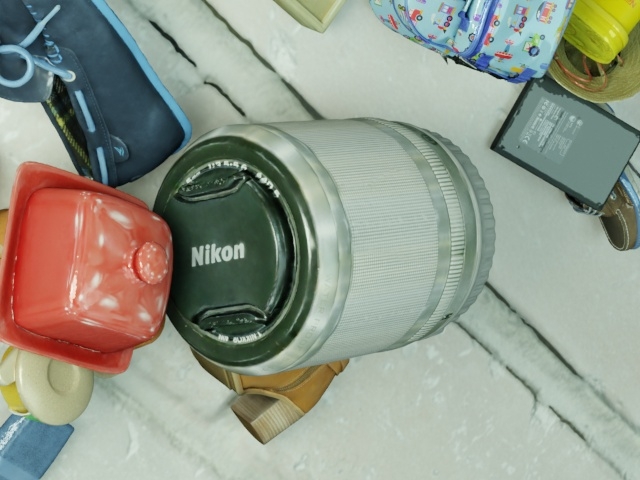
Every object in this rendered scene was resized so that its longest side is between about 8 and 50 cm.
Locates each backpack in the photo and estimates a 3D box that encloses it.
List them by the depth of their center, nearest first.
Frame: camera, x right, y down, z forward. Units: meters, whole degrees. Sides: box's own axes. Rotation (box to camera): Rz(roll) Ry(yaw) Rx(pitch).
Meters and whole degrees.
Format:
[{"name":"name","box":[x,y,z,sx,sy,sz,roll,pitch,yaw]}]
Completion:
[{"name":"backpack","box":[0.141,-0.242,1.872,0.173,0.117,0.158,18,105,-25]}]

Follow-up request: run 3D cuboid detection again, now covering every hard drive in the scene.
[{"name":"hard drive","box":[0.256,-0.103,2.061,0.135,0.022,0.094,29,91,-13]}]

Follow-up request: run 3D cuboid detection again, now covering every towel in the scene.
[{"name":"towel","box":[-0.282,0.202,1.810,0.119,0.029,0.067,-53,132,-6]}]

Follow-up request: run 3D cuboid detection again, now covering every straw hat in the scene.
[{"name":"straw hat","box":[0.274,-0.190,2.049,0.144,0.144,0.061,-28,166,-26]}]

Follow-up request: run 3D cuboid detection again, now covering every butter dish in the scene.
[{"name":"butter dish","box":[-0.176,0.022,1.652,0.160,0.118,0.160,22,71,-46]}]

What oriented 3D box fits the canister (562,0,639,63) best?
[{"name":"canister","box":[0.293,-0.281,1.992,0.126,0.073,0.170,39,79,1]}]

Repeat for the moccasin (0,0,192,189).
[{"name":"moccasin","box":[-0.221,-0.153,1.625,0.117,0.138,0.342,-43,130,-7]}]

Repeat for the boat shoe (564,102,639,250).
[{"name":"boat shoe","box":[0.295,-0.061,2.133,0.066,0.066,0.183,-30,116,-19]}]

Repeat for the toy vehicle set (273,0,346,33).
[{"name":"toy vehicle set","box":[0.019,-0.340,1.797,0.166,0.035,0.267,39,84,-42]}]

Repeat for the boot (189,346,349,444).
[{"name":"boot","box":[-0.040,0.092,1.927,0.152,0.073,0.197,-43,142,-14]}]

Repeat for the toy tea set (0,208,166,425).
[{"name":"toy tea set","box":[-0.287,0.054,1.709,0.336,0.124,0.200,38,55,-39]}]

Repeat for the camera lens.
[{"name":"camera lens","box":[0.000,0.000,1.794,0.274,0.219,0.219,-8,115,-49]}]
